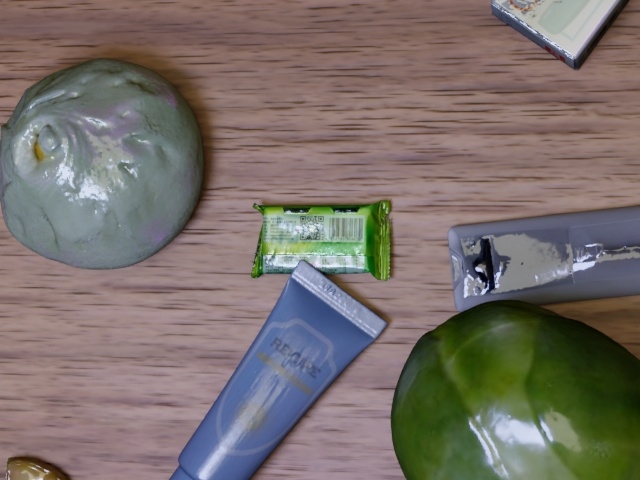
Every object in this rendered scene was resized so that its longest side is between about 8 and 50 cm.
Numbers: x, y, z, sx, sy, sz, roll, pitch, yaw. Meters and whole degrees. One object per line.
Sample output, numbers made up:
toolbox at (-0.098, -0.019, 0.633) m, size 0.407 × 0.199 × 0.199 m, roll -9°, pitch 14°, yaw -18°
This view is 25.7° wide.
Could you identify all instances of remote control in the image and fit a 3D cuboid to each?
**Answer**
remote control at (0.311, 0.018, 1.698) m, size 0.313 × 0.055 × 0.109 m, roll -7°, pitch 84°, yaw 11°

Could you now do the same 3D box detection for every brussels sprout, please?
brussels sprout at (0.259, 0.228, 1.574) m, size 0.371 × 0.315 × 0.276 m, roll 31°, pitch 98°, yaw 1°

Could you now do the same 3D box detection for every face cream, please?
face cream at (-0.084, 0.216, 1.751) m, size 0.136 × 0.086 × 0.385 m, roll 37°, pitch 90°, yaw 5°

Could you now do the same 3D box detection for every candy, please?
candy at (0.000, 0.000, 1.774) m, size 0.178 × 0.032 × 0.102 m, roll -1°, pitch 89°, yaw 10°

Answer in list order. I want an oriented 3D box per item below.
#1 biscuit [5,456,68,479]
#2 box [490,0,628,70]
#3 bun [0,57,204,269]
biscuit at (-0.372, 0.438, 1.810) m, size 0.154 × 0.045 × 0.299 m, roll 14°, pitch 88°, yaw 13°
box at (0.335, -0.354, 1.708) m, size 0.135 × 0.079 × 0.269 m, roll 37°, pitch 94°, yaw 11°
bun at (-0.288, -0.101, 1.765) m, size 0.283 × 0.179 × 0.283 m, roll -1°, pitch 85°, yaw 8°
